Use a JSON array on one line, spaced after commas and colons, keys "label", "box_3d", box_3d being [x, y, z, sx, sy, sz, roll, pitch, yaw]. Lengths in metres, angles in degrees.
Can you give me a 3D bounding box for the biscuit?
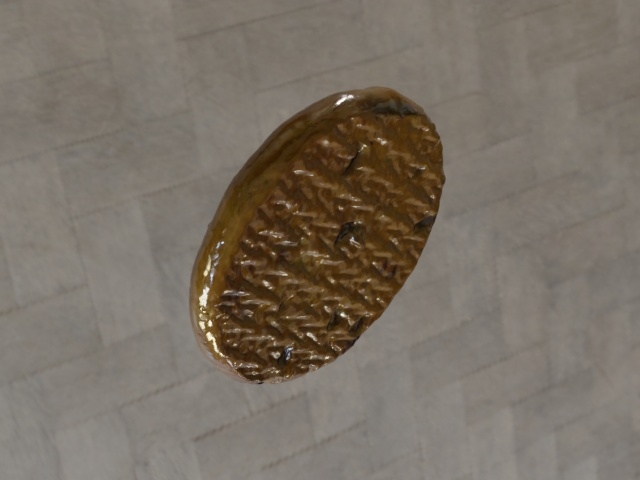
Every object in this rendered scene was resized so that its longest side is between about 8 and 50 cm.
[{"label": "biscuit", "box_3d": [0.000, 0.000, 0.712, 0.212, 0.036, 0.212, -33, 141, -31]}]
